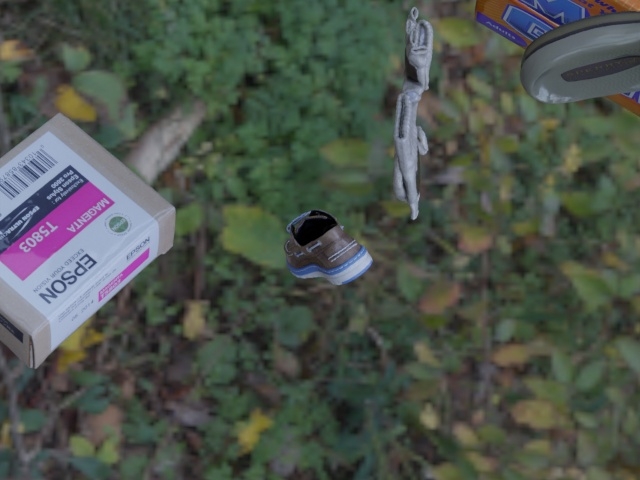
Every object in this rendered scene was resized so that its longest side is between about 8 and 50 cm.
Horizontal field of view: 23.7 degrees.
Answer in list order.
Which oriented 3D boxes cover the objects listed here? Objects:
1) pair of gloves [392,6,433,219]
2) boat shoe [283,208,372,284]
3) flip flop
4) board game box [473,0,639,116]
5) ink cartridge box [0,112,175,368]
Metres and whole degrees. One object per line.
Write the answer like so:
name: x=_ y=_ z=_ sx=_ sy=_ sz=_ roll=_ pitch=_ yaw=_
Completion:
pair of gloves: x=0.126 y=-0.173 z=2.038 sx=0.204 sy=0.042 sz=0.240 roll=86 pitch=9 yaw=-57
boat shoe: x=0.000 y=0.000 z=1.666 sx=0.066 sy=0.183 sz=0.066 roll=-35 pitch=105 yaw=-17
flip flop: x=0.280 y=-0.133 z=1.124 sx=0.112 sy=0.277 sz=0.080 roll=43 pitch=42 yaw=-53
board game box: x=0.422 y=-0.353 z=1.727 sx=0.356 sy=0.357 sz=0.356 roll=-58 pitch=173 yaw=-5
ink cartridge box: x=-0.311 y=-0.004 z=1.730 sx=0.235 sy=0.193 sz=0.088 roll=-44 pitch=164 yaw=-29
